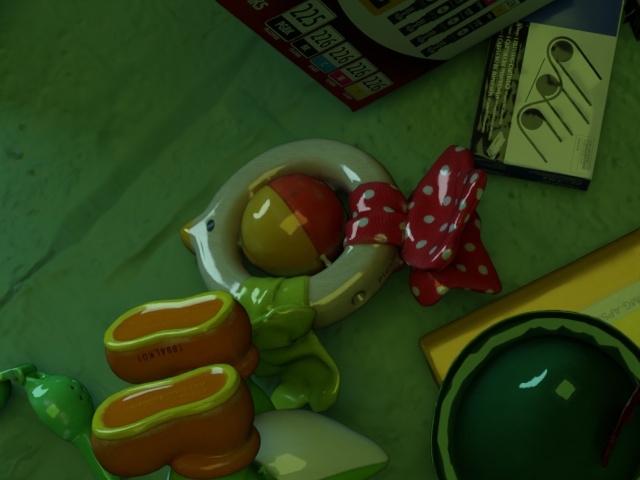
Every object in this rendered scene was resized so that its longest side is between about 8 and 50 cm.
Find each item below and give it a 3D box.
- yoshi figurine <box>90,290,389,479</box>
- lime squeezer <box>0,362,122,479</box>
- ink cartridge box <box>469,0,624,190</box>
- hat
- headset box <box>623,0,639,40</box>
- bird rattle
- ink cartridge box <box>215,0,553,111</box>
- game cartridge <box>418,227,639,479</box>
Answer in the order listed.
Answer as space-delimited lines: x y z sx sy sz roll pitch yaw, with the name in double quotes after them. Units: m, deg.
-0.066 0.227 1.073 0.203 0.203 0.362 -39 122 -27 "yoshi figurine"
-0.245 0.144 1.215 0.310 0.059 0.110 19 114 7 "lime squeezer"
0.179 -0.150 1.208 0.097 0.046 0.207 11 82 7 "ink cartridge box"
0.165 0.115 1.051 0.173 0.183 0.208 20 84 8 "hat"
0.273 -0.186 1.196 0.083 0.062 0.032 -20 80 2 "headset box"
0.000 0.000 1.161 0.253 0.143 0.207 -44 55 2 "bird rattle"
0.060 -0.246 1.069 0.272 0.309 0.130 -29 69 15 "ink cartridge box"
0.278 0.128 1.155 0.324 0.052 0.285 -28 80 3 "game cartridge"
